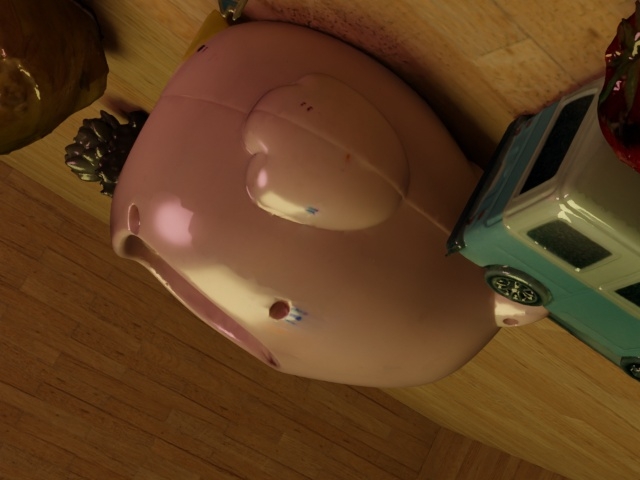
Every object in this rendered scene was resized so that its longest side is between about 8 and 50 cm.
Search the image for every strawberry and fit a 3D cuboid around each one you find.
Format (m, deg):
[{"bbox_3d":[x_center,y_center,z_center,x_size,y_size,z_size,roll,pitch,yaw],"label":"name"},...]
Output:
[{"bbox_3d":[0.193,-0.074,0.346,0.106,0.106,0.106,27,167,7],"label":"strawberry"}]

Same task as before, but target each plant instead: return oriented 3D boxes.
[{"bbox_3d":[-0.292,-0.126,1.069,0.194,0.129,0.132,28,165,-10],"label":"plant"}]

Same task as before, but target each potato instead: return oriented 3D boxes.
[{"bbox_3d":[-0.369,-0.171,0.736,0.246,0.196,0.299,1,173,13],"label":"potato"}]

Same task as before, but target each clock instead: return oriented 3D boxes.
[{"bbox_3d":[0.000,0.000,0.658,0.376,0.250,0.368,30,165,-5],"label":"clock"}]

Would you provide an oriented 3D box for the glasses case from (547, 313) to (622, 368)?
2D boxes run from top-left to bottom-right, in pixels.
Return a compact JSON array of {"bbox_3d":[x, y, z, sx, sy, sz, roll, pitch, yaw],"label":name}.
[{"bbox_3d":[0.373,0.106,0.755,0.266,0.056,0.105,33,142,-17],"label":"glasses case"}]

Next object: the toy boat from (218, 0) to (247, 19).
[{"bbox_3d":[-0.026,-0.171,0.387,0.091,0.110,0.175,38,166,-34],"label":"toy boat"}]

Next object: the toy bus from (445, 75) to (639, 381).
[{"bbox_3d":[0.248,0.014,0.469,0.271,0.133,0.165,32,162,-5],"label":"toy bus"}]
